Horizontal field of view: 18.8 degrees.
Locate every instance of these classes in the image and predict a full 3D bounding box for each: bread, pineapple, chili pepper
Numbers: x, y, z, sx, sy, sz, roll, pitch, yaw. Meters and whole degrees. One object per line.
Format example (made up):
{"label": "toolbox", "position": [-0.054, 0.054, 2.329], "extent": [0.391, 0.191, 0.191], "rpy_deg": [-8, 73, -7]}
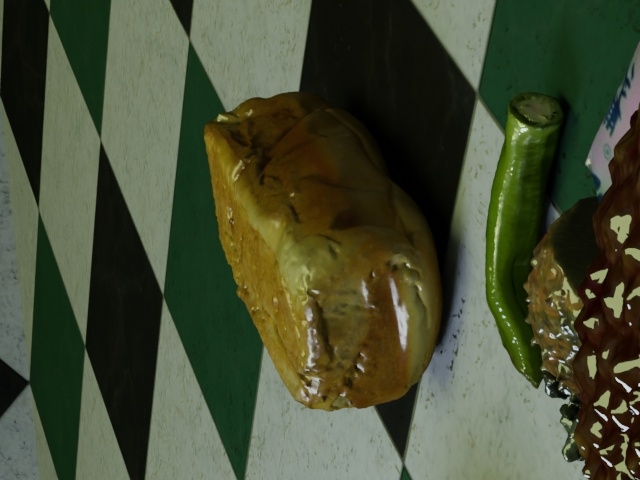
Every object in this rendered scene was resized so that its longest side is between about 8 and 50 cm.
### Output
{"label": "bread", "position": [0.000, 0.000, 1.551], "extent": [0.294, 0.132, 0.167], "rpy_deg": [-125, 35, -55]}
{"label": "pineapple", "position": [0.167, 0.064, 1.137], "extent": [0.198, 0.108, 0.108], "rpy_deg": [88, 167, -51]}
{"label": "chili pepper", "position": [0.134, -0.001, 1.295], "extent": [0.052, 0.050, 0.202], "rpy_deg": [-48, -37, -63]}

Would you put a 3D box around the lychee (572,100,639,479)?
{"label": "lychee", "position": [0.209, 0.020, 0.752], "extent": [0.271, 0.236, 0.236], "rpy_deg": [-56, 26, 4]}

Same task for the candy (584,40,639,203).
{"label": "candy", "position": [0.204, -0.069, 0.994], "extent": [0.160, 0.092, 0.073], "rpy_deg": [107, 157, -52]}
